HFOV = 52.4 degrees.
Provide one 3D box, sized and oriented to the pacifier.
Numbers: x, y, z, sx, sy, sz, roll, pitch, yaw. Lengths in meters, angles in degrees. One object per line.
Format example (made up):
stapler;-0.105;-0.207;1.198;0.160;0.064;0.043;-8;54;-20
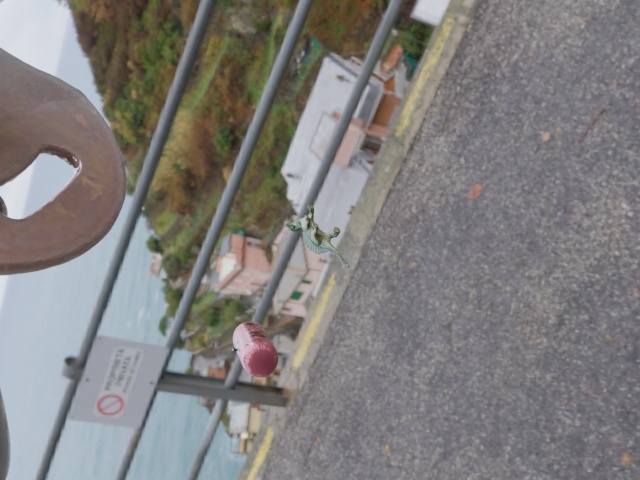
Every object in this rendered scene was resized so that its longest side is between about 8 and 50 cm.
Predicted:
pacifier;-0.267;-0.117;0.417;0.273;0.332;0.220;-52;12;-4

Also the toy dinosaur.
toy dinosaur;0.000;-0.001;0.903;0.119;0.029;0.060;43;139;17

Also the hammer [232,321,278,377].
hammer;-0.071;0.115;0.692;0.083;0.043;0.043;-137;63;-68

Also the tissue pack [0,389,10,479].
tissue pack;-0.509;0.188;0.658;0.229;0.333;0.236;46;142;42
